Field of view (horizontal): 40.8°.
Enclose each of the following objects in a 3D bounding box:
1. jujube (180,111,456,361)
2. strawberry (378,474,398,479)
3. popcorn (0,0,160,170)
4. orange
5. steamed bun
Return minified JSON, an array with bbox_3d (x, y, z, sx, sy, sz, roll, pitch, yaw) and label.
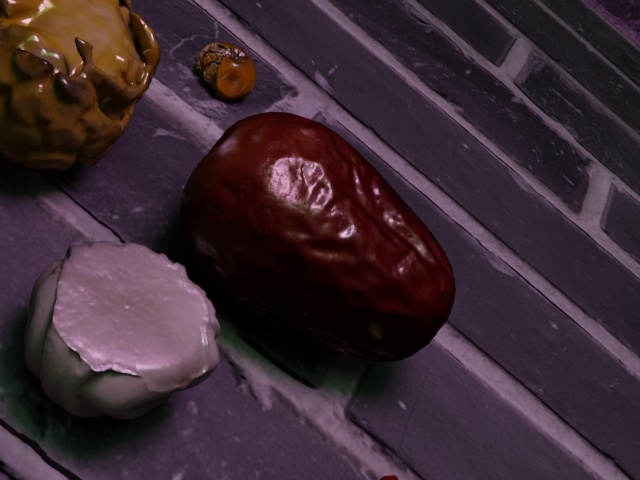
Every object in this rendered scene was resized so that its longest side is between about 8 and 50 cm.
[{"bbox_3d":[0.000,0.000,0.954,0.318,0.223,0.223,36,39,-13],"label":"jujube"},{"bbox_3d":[0.085,0.376,0.662,0.312,0.267,0.351,16,70,9],"label":"strawberry"},{"bbox_3d":[-0.291,-0.194,0.903,0.250,0.190,0.250,22,36,-17],"label":"popcorn"},{"bbox_3d":[-0.124,-0.236,1.181,0.086,0.062,0.086,25,40,-24],"label":"orange"},{"bbox_3d":[-0.187,0.086,0.792,0.183,0.106,0.182,21,41,-19],"label":"steamed bun"}]
